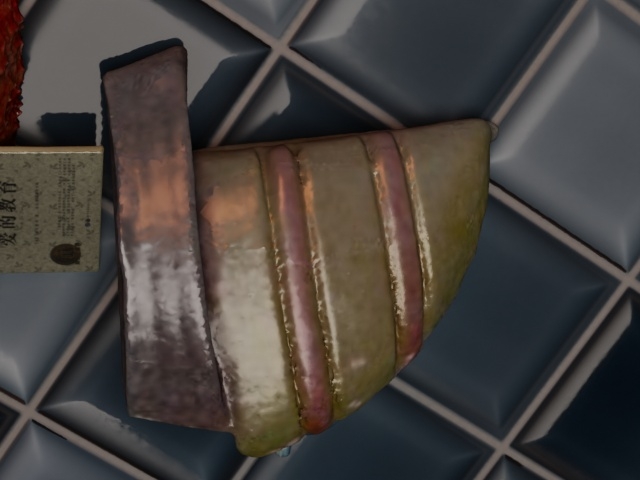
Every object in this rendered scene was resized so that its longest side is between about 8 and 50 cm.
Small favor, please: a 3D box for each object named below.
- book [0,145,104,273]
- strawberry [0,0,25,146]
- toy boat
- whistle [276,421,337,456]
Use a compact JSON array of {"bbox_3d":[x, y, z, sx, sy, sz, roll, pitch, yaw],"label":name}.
[{"bbox_3d":[-0.240,-0.021,1.244,0.172,0.012,0.118,-1,134,-10],"label":"book"},{"bbox_3d":[-0.265,-0.136,1.191,0.140,0.085,0.192,6,108,-14],"label":"strawberry"},{"bbox_3d":[-0.029,0.015,1.243,0.294,0.111,0.276,12,82,-7],"label":"toy boat"},{"bbox_3d":[-0.010,0.087,1.317,0.090,0.090,0.158,21,68,-15],"label":"whistle"}]
